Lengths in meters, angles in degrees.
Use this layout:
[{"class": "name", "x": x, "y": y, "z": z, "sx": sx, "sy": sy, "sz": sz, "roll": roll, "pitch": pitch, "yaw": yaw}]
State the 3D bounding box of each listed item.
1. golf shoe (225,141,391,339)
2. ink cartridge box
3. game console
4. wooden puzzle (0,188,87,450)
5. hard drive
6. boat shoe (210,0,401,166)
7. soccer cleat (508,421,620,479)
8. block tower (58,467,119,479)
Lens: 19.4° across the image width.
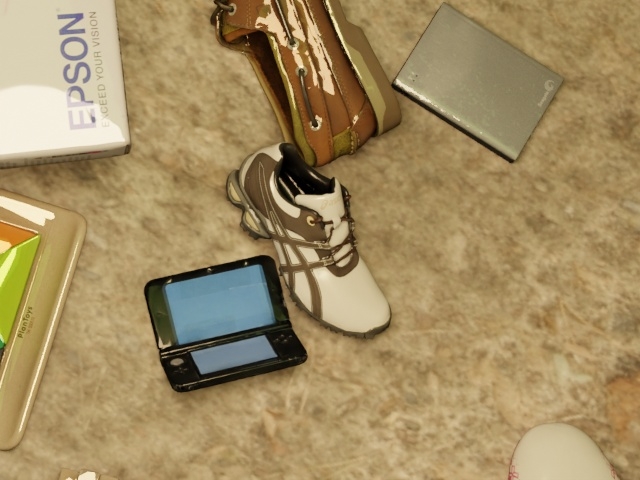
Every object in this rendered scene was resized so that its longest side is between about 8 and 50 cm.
[{"class": "golf shoe", "x": 0.000, "y": 0.000, "z": 1.652, "sx": 0.198, "sy": 0.094, "sz": 0.077, "roll": 48, "pitch": 51, "yaw": 0}, {"class": "ink cartridge box", "x": -0.333, "y": -0.212, "z": 1.504, "sx": 0.330, "sy": 0.071, "sz": 0.324, "roll": -7, "pitch": 84, "yaw": -10}, {"class": "game console", "x": -0.084, "y": 0.072, "z": 1.648, "sx": 0.122, "sy": 0.107, "sz": 0.071, "roll": -13, "pitch": 111, "yaw": -10}, {"class": "wooden puzzle", "x": -0.344, "y": 0.046, "z": 1.624, "sx": 0.239, "sy": 0.044, "sz": 0.221, "roll": 17, "pitch": 79, "yaw": -5}, {"class": "hard drive", "x": 0.146, "y": -0.146, "z": 1.742, "sx": 0.135, "sy": 0.022, "sz": 0.094, "roll": 32, "pitch": 77, "yaw": -2}, {"class": "boat shoe", "x": -0.046, "y": -0.212, "z": 1.679, "sx": 0.104, "sy": 0.111, "sz": 0.307, "roll": -30, "pitch": 86, "yaw": -13}, {"class": "soccer cleat", "x": 0.245, "y": 0.316, "z": 1.617, "sx": 0.116, "sy": 0.143, "sz": 0.331, "roll": -9, "pitch": 82, "yaw": -10}, {"class": "block tower", "x": -0.072, "y": 0.281, "z": 1.601, "sx": 0.335, "sy": 0.097, "sz": 0.091, "roll": 16, "pitch": 78, "yaw": -4}]
